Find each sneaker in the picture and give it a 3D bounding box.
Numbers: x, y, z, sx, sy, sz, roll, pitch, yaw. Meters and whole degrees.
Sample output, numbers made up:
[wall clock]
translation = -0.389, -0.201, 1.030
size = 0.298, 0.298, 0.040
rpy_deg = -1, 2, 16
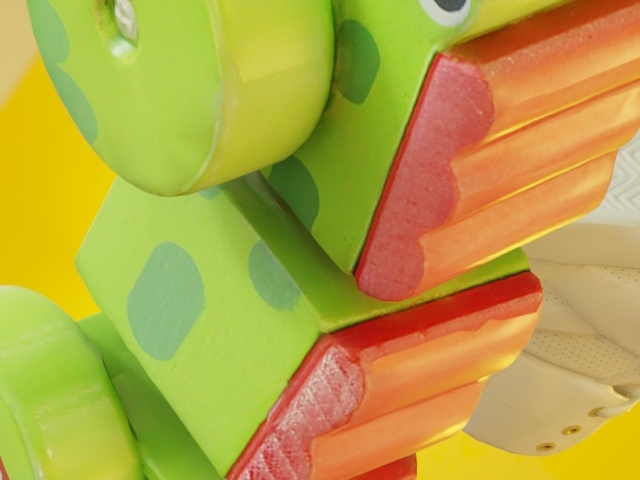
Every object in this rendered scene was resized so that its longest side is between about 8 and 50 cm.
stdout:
[sneaker]
translation = 0.150, 0.020, 0.767
size = 0.293, 0.108, 0.169
rpy_deg = 13, -33, -3

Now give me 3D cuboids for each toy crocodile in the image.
[toy crocodile]
translation = 0.000, 0.000, 0.393
size = 0.105, 0.115, 0.340
rpy_deg = 50, -41, 24
